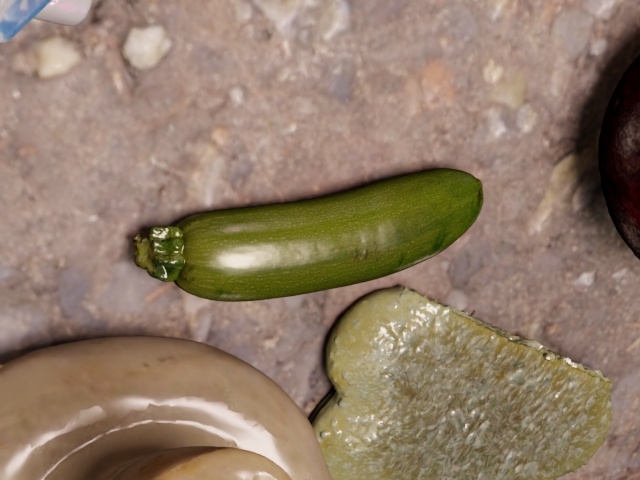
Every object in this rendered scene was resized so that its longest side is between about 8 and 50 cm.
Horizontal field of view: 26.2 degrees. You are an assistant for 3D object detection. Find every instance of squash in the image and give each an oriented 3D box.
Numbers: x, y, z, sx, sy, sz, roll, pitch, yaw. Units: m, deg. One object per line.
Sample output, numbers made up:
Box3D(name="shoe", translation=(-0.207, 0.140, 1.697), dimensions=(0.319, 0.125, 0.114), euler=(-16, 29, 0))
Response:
Box3D(name="squash", translation=(0.000, 0.000, 0.938), dimensions=(0.258, 0.069, 0.069), euler=(-12, 119, -20))

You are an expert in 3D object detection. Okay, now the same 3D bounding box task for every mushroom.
Box3D(name="mushroom", translation=(-0.111, 0.201, 0.837), dimensions=(0.292, 0.290, 0.293), euler=(0, 89, -20))

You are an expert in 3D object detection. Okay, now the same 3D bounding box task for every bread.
Box3D(name="bread", translation=(0.104, 0.156, 1.078), dimensions=(0.286, 0.056, 0.207), euler=(20, 103, -31))

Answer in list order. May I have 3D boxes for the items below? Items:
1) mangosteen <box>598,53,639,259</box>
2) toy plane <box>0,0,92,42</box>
Box3D(name="mangosteen", translation=(0.321, -0.050, 0.949), dimensions=(0.228, 0.265, 0.228), euler=(-13, 121, -23))
Box3D(name="toy plane", translation=(-0.135, -0.227, 0.702), dimensions=(0.266, 0.122, 0.267), euler=(-30, 139, -31))
